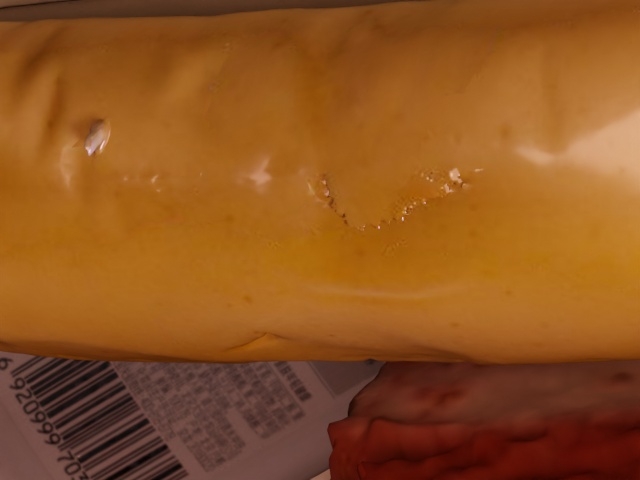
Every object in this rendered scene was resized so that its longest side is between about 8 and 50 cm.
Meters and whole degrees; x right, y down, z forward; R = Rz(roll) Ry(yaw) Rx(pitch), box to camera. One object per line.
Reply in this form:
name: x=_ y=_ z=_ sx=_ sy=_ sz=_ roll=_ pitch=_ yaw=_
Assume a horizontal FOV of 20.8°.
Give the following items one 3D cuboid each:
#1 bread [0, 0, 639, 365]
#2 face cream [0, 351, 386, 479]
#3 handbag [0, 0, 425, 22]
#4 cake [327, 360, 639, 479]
bread: x=-0.005 y=-0.011 z=0.487 sx=0.305 sy=0.142 sz=0.091 roll=-1 pitch=82 yaw=21
face cream: x=0.000 y=0.000 z=0.608 sx=0.291 sy=0.071 sz=0.144 roll=-33 pitch=95 yaw=15
handbag: x=0.030 y=-0.164 z=0.484 sx=0.358 sy=0.160 sz=0.237 roll=-2 pitch=118 yaw=24
cake: x=0.141 y=0.182 z=0.482 sx=0.270 sy=0.319 sz=0.269 roll=-6 pitch=124 yaw=15
